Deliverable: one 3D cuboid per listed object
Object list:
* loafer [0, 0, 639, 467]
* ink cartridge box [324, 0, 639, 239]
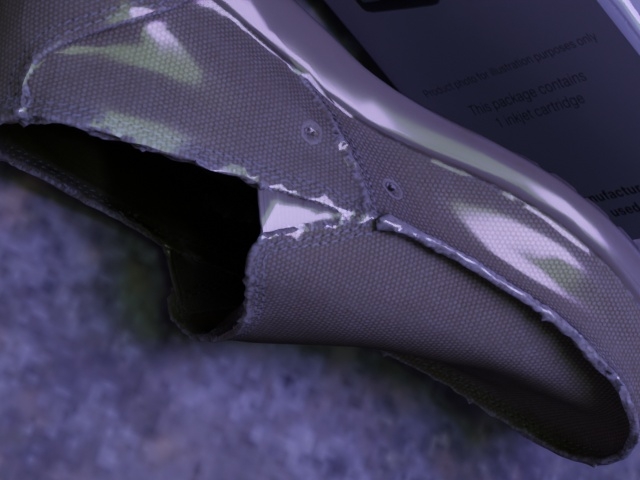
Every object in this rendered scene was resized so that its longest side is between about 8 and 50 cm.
[{"bbox_3d":[0.000,0.000,0.572,0.268,0.102,0.092,35,66,-13],"label":"loafer"},{"bbox_3d":[0.076,-0.183,0.625,0.307,0.129,0.223,49,61,-17],"label":"ink cartridge box"}]
